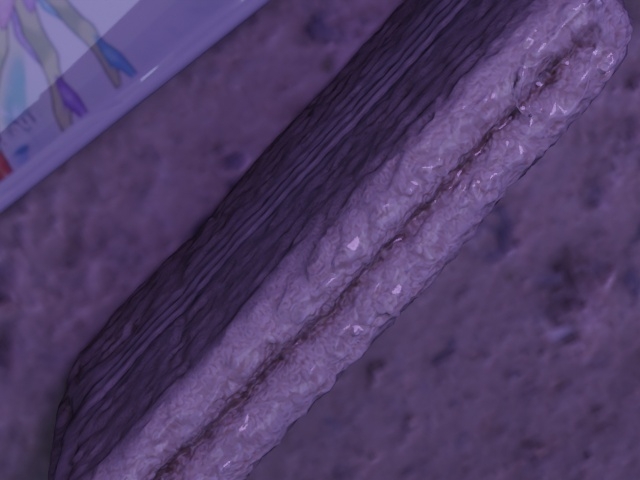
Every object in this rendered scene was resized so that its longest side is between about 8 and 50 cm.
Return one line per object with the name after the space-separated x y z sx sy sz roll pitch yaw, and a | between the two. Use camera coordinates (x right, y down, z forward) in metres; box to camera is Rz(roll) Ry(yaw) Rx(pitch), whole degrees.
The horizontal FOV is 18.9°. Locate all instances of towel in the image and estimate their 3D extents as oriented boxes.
0.000 0.000 0.726 0.049 0.187 0.282 41 99 -15 | towel

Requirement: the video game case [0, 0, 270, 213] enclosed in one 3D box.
-0.171 -0.158 0.725 0.329 0.036 0.300 -38 110 5 | video game case
